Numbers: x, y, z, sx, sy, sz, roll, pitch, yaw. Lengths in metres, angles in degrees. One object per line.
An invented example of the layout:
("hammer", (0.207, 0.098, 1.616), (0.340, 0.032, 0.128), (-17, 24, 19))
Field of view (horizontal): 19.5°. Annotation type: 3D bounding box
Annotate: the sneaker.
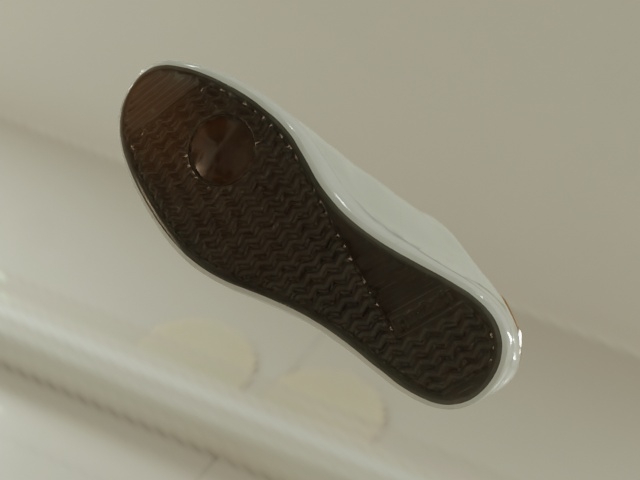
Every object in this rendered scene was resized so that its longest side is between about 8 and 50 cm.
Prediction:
("sneaker", (0.000, 0.000, 1.133), (0.290, 0.123, 0.106), (41, -78, 14))
